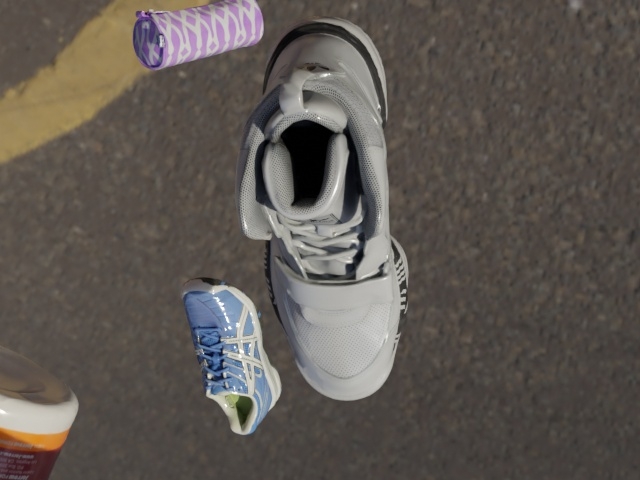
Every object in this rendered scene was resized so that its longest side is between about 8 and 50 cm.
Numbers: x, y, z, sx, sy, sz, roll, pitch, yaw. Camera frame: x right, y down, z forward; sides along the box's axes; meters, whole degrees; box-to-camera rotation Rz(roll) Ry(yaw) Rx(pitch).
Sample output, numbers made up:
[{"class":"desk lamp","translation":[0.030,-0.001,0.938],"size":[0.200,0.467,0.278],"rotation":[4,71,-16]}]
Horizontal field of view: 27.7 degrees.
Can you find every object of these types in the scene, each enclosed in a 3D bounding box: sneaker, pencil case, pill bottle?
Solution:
[{"class":"sneaker","translation":[0.000,0.000,1.138],"size":[0.137,0.210,0.366],"rotation":[-2,109,8]},{"class":"pencil case","translation":[-0.179,-0.308,1.892],"size":[0.086,0.206,0.088],"rotation":[-5,102,48]},{"class":"sneaker","translation":[-0.104,0.133,1.499],"size":[0.080,0.081,0.211],"rotation":[-10,123,25]},{"class":"pill bottle","translation":[-0.447,0.317,1.464],"size":[0.224,0.392,0.224],"rotation":[24,-175,-2]}]
